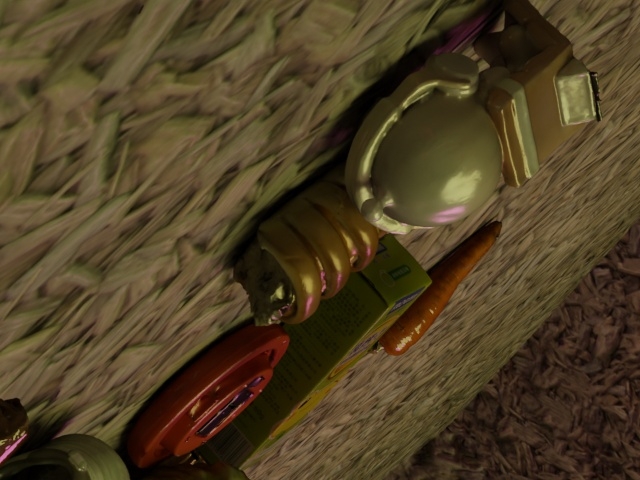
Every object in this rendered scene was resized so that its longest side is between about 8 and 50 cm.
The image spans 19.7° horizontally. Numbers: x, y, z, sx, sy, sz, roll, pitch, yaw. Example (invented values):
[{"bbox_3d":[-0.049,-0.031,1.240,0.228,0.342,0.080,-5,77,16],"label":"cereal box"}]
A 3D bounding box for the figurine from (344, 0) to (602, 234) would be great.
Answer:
[{"bbox_3d":[0.110,-0.095,1.532,0.237,0.141,0.162,-37,139,-16],"label":"figurine"}]

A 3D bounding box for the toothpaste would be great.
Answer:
[{"bbox_3d":[-0.017,0.132,2.033,0.327,0.077,0.110,-49,167,30],"label":"toothpaste"}]

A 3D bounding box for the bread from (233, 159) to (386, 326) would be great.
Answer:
[{"bbox_3d":[0.000,0.000,1.590,0.177,0.084,0.119,-42,170,-24],"label":"bread"}]

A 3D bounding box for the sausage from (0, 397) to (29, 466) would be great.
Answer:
[{"bbox_3d":[-0.315,0.210,1.301,0.302,0.076,0.103,-47,167,24],"label":"sausage"}]

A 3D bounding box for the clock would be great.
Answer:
[{"bbox_3d":[-0.112,0.160,1.884,0.205,0.051,0.205,-39,169,-9],"label":"clock"}]

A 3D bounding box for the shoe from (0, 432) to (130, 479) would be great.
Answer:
[{"bbox_3d":[-0.293,0.278,1.547,0.316,0.124,0.159,-46,170,-12],"label":"shoe"}]

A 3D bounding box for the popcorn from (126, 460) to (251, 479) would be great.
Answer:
[{"bbox_3d":[-0.162,0.375,1.926,0.274,0.279,0.335,0,-177,17],"label":"popcorn"}]

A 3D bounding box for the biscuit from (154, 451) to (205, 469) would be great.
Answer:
[{"bbox_3d":[-0.190,0.309,2.208,0.289,0.044,0.202,-45,169,3],"label":"biscuit"}]

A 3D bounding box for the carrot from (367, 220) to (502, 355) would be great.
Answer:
[{"bbox_3d":[0.158,0.064,2.437,0.257,0.061,0.061,-42,169,-13],"label":"carrot"}]
